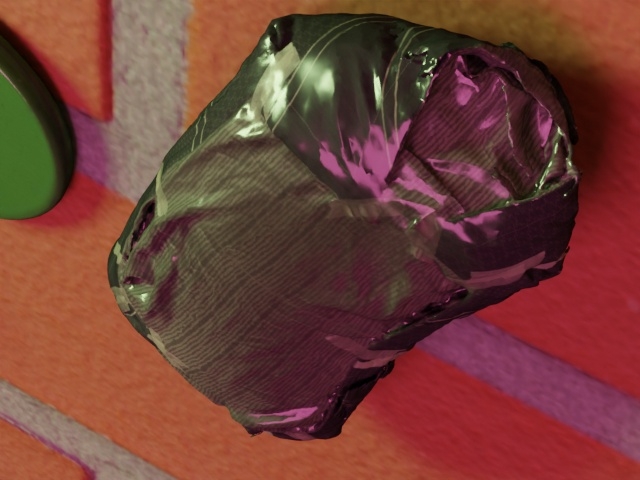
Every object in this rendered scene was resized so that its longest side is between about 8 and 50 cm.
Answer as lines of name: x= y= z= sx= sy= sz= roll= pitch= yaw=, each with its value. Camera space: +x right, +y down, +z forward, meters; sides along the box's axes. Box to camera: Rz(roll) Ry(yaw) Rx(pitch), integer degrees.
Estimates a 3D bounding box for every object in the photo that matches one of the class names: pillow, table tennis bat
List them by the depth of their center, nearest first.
pillow: x=0.000 y=0.000 z=0.920 sx=0.161 sy=0.093 sz=0.335 roll=37 pitch=144 yaw=-5
table tennis bat: x=-0.242 y=-0.102 z=1.076 sx=0.257 sy=0.039 sz=0.160 roll=36 pitch=145 yaw=-4
